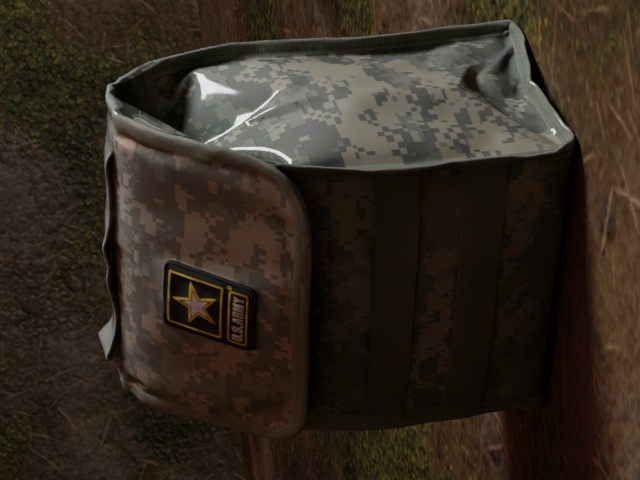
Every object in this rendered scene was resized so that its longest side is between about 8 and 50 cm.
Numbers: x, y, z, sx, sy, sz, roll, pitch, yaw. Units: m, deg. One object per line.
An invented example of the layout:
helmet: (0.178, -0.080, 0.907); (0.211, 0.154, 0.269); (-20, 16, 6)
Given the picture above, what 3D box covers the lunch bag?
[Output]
lunch bag: (0.000, 0.000, 1.255); (0.169, 0.287, 0.235); (-107, 15, -49)
